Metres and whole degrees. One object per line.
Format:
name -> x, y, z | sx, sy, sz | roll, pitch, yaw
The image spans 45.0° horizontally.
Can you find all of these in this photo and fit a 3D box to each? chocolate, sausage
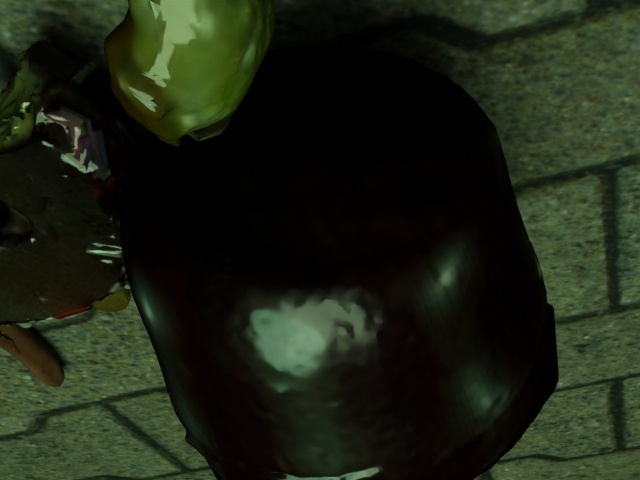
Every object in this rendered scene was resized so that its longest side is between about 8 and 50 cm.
chocolate -> 0.000, 0.000, 0.656 | 0.384, 0.383, 0.331 | -12, 124, 10
sausage -> -0.384, 0.144, 1.008 | 0.047, 0.040, 0.176 | -12, 142, 9

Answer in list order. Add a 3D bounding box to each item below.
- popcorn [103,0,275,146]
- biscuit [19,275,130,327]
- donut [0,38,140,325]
popcorn -> -0.077, -0.245, 0.391 | 0.326, 0.321, 0.290 | 11, 125, -43
biscuit -> -0.282, 0.044, 0.896 | 0.240, 0.035, 0.158 | -11, 143, 10
donut -> -0.304, -0.034, 0.719 | 0.345, 0.136, 0.259 | -14, 140, 15
